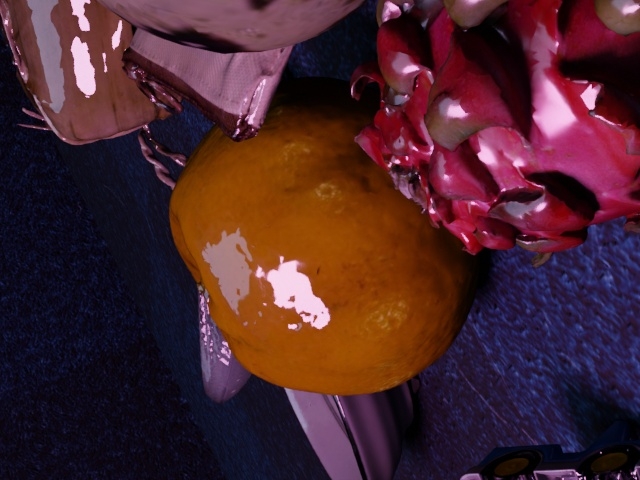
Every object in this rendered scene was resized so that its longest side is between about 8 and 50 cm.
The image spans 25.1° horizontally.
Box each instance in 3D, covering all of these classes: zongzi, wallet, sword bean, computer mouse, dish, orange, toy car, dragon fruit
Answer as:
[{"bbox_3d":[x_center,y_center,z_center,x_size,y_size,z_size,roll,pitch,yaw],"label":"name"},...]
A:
[{"bbox_3d":[-0.212,-0.297,1.357,0.467,0.218,0.500,144,117,-77],"label":"zongzi"},{"bbox_3d":[-0.065,-0.218,1.170,0.335,0.068,0.275,35,106,63],"label":"wallet"},{"bbox_3d":[0.172,0.004,1.070,0.012,0.012,0.083,61,164,16],"label":"sword bean"},{"bbox_3d":[-0.104,0.079,1.687,0.113,0.068,0.229,-77,-14,-79],"label":"computer mouse"},{"bbox_3d":[0.028,0.144,1.610,0.316,0.106,0.316,158,90,-78],"label":"dish"},{"bbox_3d":[0.000,0.000,1.210,0.279,0.235,0.279,51,158,30],"label":"orange"},{"bbox_3d":[0.202,0.194,1.074,0.191,0.100,0.097,-10,108,40],"label":"toy car"},{"bbox_3d":[0.130,-0.092,0.691,0.218,0.198,0.273,38,165,0],"label":"dragon fruit"}]

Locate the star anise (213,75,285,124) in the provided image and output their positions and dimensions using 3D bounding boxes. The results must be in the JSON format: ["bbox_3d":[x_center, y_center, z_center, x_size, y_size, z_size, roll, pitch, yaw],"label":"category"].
[{"bbox_3d":[-0.055,-0.099,1.534,0.231,0.089,0.209,145,110,-70],"label":"star anise"}]

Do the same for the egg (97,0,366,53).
[{"bbox_3d":[-0.057,-0.297,0.854,0.287,0.287,0.379,49,144,46],"label":"egg"}]
